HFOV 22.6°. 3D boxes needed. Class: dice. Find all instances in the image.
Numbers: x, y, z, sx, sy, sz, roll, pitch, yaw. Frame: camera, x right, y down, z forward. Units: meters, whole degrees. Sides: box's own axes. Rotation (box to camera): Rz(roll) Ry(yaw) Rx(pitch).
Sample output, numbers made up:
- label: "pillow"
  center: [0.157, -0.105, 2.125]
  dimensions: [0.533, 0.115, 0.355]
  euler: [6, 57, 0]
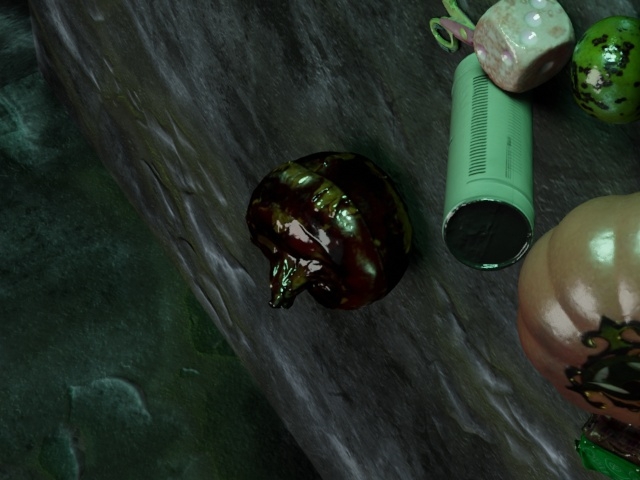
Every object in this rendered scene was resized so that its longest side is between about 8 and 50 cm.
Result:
- label: "dice"
  center: [0.246, -0.241, 1.934]
  dimensions: [0.091, 0.093, 0.094]
  euler: [55, 158, 21]

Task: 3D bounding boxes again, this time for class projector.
- label: "projector"
  center: [0.205, -0.105, 1.932]
  dimensions: [0.337, 0.108, 0.108]
  euler: [-80, -19, -53]

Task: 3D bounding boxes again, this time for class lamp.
- label: "lamp"
  center: [0.371, 0.064, 1.799]
  dimensions: [0.306, 0.239, 0.305]
  euler: [9, 138, 8]

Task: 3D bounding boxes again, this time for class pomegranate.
- label: "pomegranate"
  center: [0.346, -0.183, 1.750]
  dimensions: [0.162, 0.122, 0.122]
  euler: [10, 131, 29]

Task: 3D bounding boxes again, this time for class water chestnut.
- label: "water chestnut"
  center: [0.000, 0.000, 2.603]
  dimensions: [0.300, 0.300, 0.300]
  euler: [51, 157, 31]

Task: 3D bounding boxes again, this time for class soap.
- label: "soap"
  center: [0.443, 0.247, 1.923]
  dimensions: [0.273, 0.218, 0.098]
  euler: [24, 153, 55]

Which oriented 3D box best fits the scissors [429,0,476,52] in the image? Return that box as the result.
- label: "scissors"
  center: [0.195, -0.276, 2.125]
  dimensions: [0.187, 0.020, 0.133]
  euler: [48, 159, 41]
